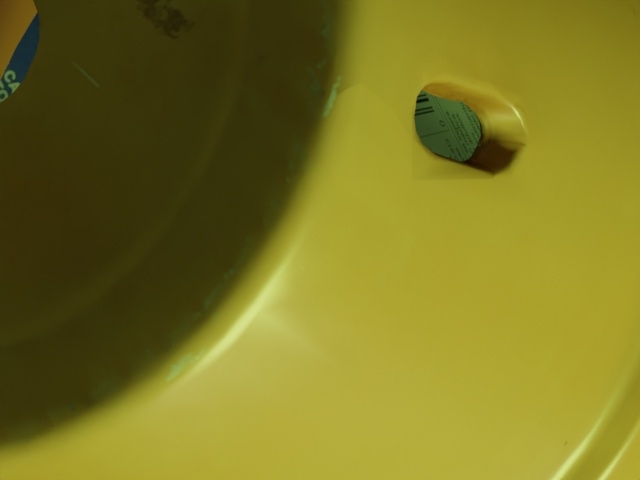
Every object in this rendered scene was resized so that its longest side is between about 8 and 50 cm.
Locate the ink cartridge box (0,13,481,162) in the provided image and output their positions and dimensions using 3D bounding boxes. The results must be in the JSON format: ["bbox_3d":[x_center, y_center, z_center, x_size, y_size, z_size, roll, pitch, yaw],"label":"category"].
[{"bbox_3d":[0.000,0.000,0.846,0.151,0.270,0.395,-29,175,25],"label":"ink cartridge box"}]

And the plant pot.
[{"bbox_3d":[-0.041,-0.028,0.536,0.291,0.291,0.203,-31,157,17],"label":"plant pot"}]
